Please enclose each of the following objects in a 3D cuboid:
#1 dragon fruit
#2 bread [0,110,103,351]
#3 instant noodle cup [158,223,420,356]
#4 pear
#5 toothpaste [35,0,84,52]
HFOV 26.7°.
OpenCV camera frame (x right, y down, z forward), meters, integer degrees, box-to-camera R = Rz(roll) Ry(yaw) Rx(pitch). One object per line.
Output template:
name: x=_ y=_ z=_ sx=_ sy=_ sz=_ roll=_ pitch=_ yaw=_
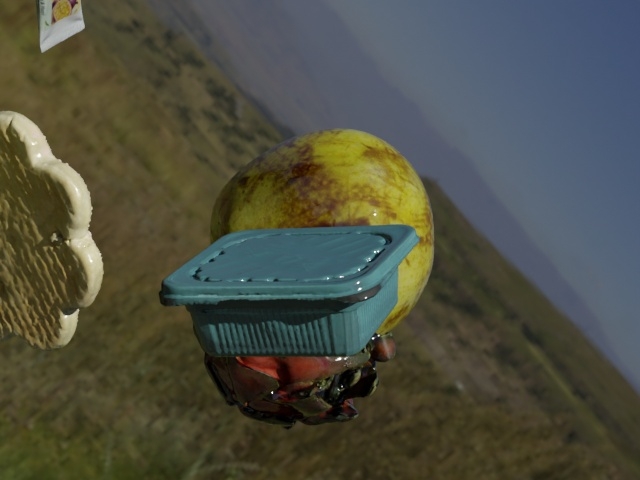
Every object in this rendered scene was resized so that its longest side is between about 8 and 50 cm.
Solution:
dragon fruit: x=-0.029 y=0.095 z=1.285 sx=0.182 sy=0.182 sz=0.188 roll=51 pitch=-38 yaw=2
bread: x=-0.377 y=-0.015 z=1.615 sx=0.316 sy=0.316 sz=0.054 roll=51 pitch=36 yaw=8
instant noodle cup: x=-0.018 y=0.040 z=1.057 sx=0.157 sy=0.179 sz=0.070 roll=-44 pitch=128 yaw=-62
pear: x=0.000 y=0.000 z=1.632 sx=0.283 sy=0.283 sz=0.283 roll=50 pitch=4 yaw=-5
toothpaste: x=-0.340 y=-0.383 z=1.685 sx=0.056 sy=0.058 sz=0.314 roll=-102 pitch=-171 yaw=-48
